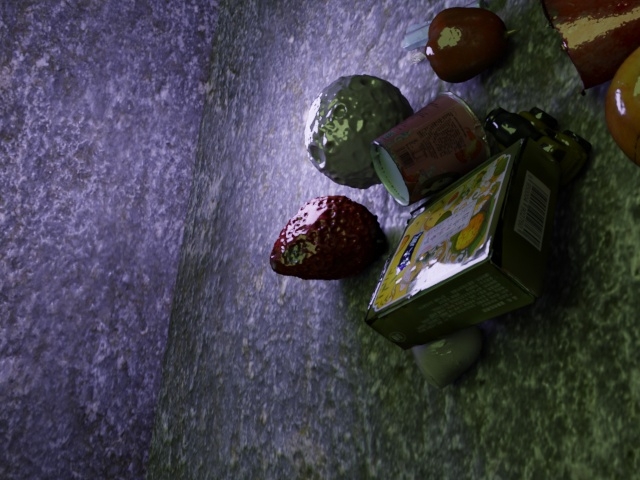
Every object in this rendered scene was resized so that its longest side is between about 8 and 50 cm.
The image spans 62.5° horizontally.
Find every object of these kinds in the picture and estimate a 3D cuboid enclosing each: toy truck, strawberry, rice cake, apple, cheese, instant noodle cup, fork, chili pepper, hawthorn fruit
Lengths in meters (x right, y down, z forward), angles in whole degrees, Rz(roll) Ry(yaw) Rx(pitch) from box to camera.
[{"bbox_3d":[0.493,-0.223,1.225,0.147,0.165,0.224,-57,44,21],"label":"toy truck"},{"bbox_3d":[0.009,-0.011,1.618,0.292,0.310,0.292,-22,62,50],"label":"strawberry"},{"bbox_3d":[0.373,-0.654,1.595,0.290,0.051,0.081,-10,79,46],"label":"rice cake"},{"bbox_3d":[0.674,-0.250,0.970,0.286,0.233,0.286,-17,67,45],"label":"apple"},{"bbox_3d":[0.302,0.242,1.310,0.189,0.154,0.198,-43,47,25],"label":"cheese"},{"bbox_3d":[0.273,-0.222,1.358,0.231,0.243,0.243,-30,46,-6],"label":"instant noodle cup"},{"bbox_3d":[0.351,-0.570,1.610,0.219,0.028,0.034,1,76,50],"label":"fork"},{"bbox_3d":[0.638,-0.483,1.091,0.305,0.229,0.251,-26,23,43],"label":"chili pepper"},{"bbox_3d":[0.412,-0.537,1.424,0.251,0.199,0.199,-2,76,34],"label":"hawthorn fruit"}]

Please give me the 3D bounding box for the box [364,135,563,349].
[{"bbox_3d":[0.311,0.017,1.172,0.420,0.138,0.373,-40,17,52],"label":"box"}]

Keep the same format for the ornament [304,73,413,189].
[{"bbox_3d":[0.128,-0.318,1.561,0.337,0.337,0.337,-19,64,45],"label":"ornament"}]
